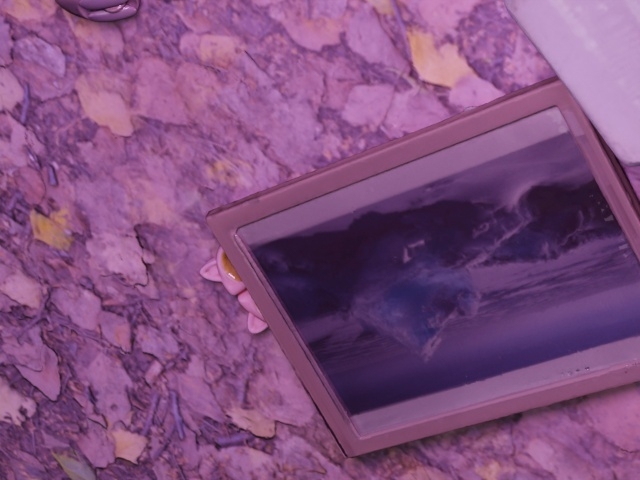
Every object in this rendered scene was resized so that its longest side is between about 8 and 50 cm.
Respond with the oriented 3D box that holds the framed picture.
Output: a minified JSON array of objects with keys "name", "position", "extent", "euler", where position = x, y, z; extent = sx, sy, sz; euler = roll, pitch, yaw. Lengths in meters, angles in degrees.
[{"name":"framed picture","position":[0.129,0.043,1.581],"extent":[0.446,0.028,0.326],"euler":[-21,109,32]}]

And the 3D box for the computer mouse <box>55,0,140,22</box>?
[{"name":"computer mouse","position":[-0.233,-0.248,1.591],"extent":[0.096,0.039,0.066],"euler":[16,161,20]}]

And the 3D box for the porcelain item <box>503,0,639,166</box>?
[{"name":"porcelain item","position":[0.319,-0.214,1.260],"extent":[0.281,0.157,0.286],"euler":[-34,98,36]}]

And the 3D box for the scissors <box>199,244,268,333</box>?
[{"name":"scissors","position":[0.000,0.000,1.645],"extent":[0.317,0.024,0.160],"euler":[-34,100,38]}]
